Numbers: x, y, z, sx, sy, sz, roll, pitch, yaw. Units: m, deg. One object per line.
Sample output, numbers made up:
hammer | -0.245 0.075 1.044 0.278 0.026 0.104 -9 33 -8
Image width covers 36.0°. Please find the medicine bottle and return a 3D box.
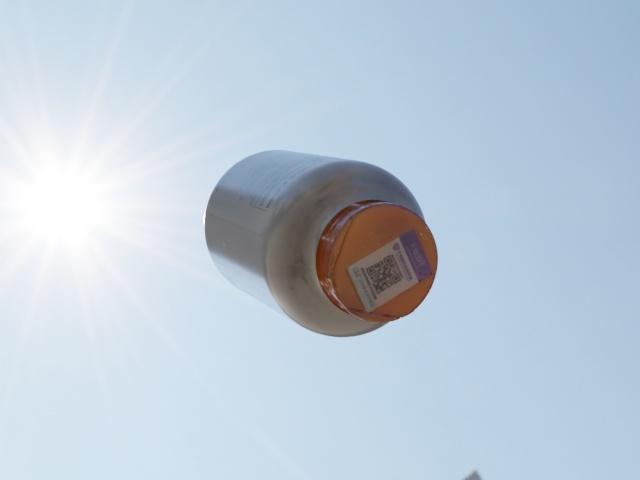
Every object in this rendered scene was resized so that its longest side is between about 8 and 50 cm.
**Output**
medicine bottle | 0.000 0.000 0.912 0.157 0.157 0.288 45 -9 -21
